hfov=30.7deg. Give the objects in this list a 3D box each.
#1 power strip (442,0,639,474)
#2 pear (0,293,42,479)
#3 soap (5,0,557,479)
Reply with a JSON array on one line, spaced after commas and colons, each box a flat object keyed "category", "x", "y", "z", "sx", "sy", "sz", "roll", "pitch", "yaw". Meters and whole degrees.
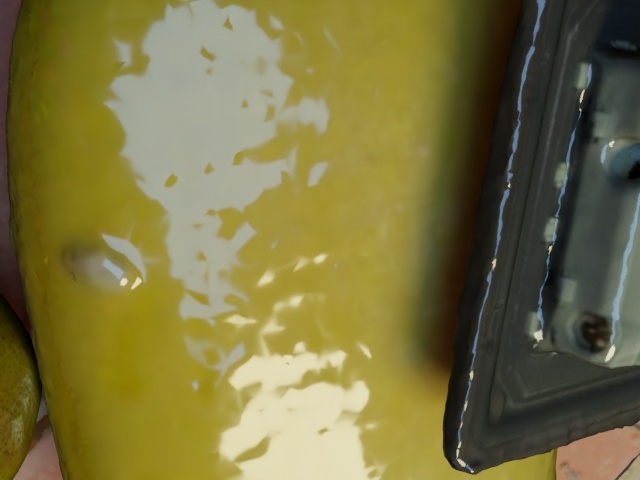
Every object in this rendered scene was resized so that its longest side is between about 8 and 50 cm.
[{"category": "power strip", "x": 0.176, "y": -0.013, "z": 0.592, "sx": 0.251, "sy": 0.092, "sz": 0.257, "roll": -9, "pitch": 111, "yaw": -53}, {"category": "pear", "x": -0.196, "y": 0.065, "z": 0.584, "sx": 0.141, "sy": 0.104, "sz": 0.141, "roll": 18, "pitch": 139, "yaw": 17}, {"category": "soap", "x": -0.001, "y": 0.000, "z": 0.599, "sx": 0.306, "sy": 0.115, "sz": 0.427, "roll": -5, "pitch": 107, "yaw": -16}]
